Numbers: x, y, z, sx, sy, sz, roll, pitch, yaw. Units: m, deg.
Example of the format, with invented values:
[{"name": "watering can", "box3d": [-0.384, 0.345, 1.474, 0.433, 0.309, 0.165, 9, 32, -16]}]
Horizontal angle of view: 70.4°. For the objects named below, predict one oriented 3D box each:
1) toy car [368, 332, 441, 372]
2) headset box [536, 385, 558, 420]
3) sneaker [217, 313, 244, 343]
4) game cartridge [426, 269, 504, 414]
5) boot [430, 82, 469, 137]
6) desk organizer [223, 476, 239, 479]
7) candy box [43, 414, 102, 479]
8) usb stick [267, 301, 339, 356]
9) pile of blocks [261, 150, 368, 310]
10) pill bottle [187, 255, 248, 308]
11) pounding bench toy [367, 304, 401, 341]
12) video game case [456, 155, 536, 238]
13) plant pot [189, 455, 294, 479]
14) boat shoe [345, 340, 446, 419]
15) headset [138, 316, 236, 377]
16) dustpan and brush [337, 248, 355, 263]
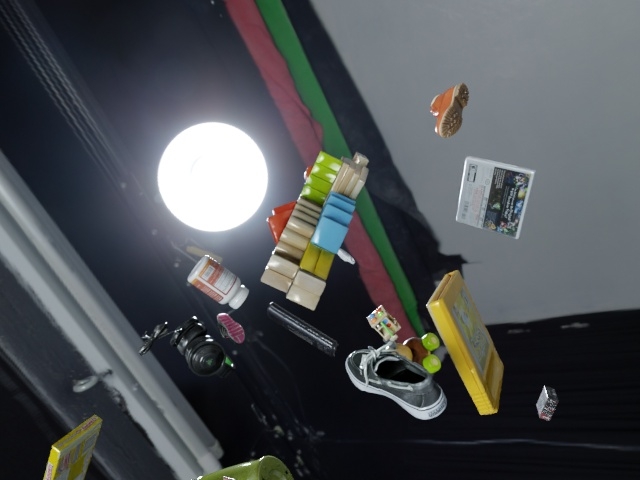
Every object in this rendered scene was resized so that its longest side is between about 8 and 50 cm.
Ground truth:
[{"name": "toy car", "box3d": [0.245, 0.345, 1.394, 0.188, 0.155, 0.149, 28, -138, -16]}, {"name": "headset box", "box3d": [0.682, 0.493, 1.367, 0.062, 0.032, 0.084, -48, -28, -65]}, {"name": "sneaker", "box3d": [-0.357, 0.365, 1.805, 0.063, 0.170, 0.075, -19, -50, -39]}, {"name": "game cartridge", "box3d": [0.405, 0.265, 1.231, 0.324, 0.052, 0.285, 62, -152, 0]}, {"name": "boot", "box3d": [0.300, -0.307, 1.104, 0.059, 0.084, 0.158, 44, -120, -33]}, {"name": "desk organizer", "box3d": [-0.207, 0.669, 1.207, 0.130, 0.047, 0.050, 42, -130, -41]}, {"name": "candy box", "box3d": [-0.513, 0.462, 0.923, 0.206, 0.027, 0.105, -65, -14, 20]}, {"name": "usb stick", "box3d": [-0.060, 0.288, 1.480, 0.045, 0.277, 0.077, -47, -28, -31]}, {"name": "pile of blocks", "box3d": [-0.011, -0.055, 0.719, 0.112, 0.149, 0.362, 24, -140, -5]}, {"name": "pill bottle", "box3d": [-0.385, 0.165, 1.732, 0.216, 0.121, 0.121, 40, -137, -18]}, {"name": "pounding bench toy", "box3d": [0.161, 0.212, 1.143, 0.065, 0.052, 0.083, 45, -174, -16]}, {"name": "video game case", "box3d": [0.455, -0.113, 1.195, 0.022, 0.173, 0.191, -33, -47, -43]}, {"name": "plant pot", "box3d": [-0.272, 0.946, 1.582, 0.367, 0.352, 0.366, 52, -167, -17]}, {"name": "boat shoe", "box3d": [0.144, 0.291, 1.020, 0.113, 0.306, 0.105, -34, -70, -18]}, {"name": "headset", "box3d": [-0.465, 0.396, 1.626, 0.185, 0.243, 0.394, -48, -37, -11]}, {"name": "dustpan and brush", "box3d": [0.000, 0.000, 1.182, 0.211, 0.060, 0.147, 43, -138, -13]}]
